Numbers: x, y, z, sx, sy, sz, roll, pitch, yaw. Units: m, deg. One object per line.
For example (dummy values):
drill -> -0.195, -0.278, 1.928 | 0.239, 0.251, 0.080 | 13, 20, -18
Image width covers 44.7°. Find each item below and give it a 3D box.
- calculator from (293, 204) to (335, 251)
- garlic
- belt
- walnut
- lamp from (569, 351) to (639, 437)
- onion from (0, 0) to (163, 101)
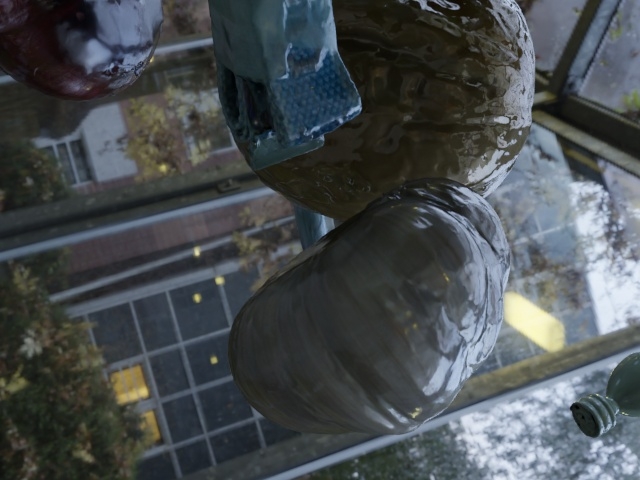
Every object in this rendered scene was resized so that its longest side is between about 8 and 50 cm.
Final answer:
calculator -> 0.000, 0.000, 1.133 | 0.185, 0.041, 0.299 | -86, 165, -66
garlic -> 0.043, 0.058, 0.579 | 0.152, 0.228, 0.228 | 55, -18, 3
belt -> -0.030, -0.181, 0.447 | 0.087, 0.072, 0.302 | 32, -42, 42
walnut -> 0.052, -0.155, 0.773 | 0.252, 0.313, 0.277 | -56, 155, -77
lamp -> 0.499, 0.254, 1.267 | 0.106, 0.193, 0.106 | 51, -24, 33
onion -> -0.304, -0.324, 0.956 | 0.314, 0.232, 0.314 | -11, 90, -71
